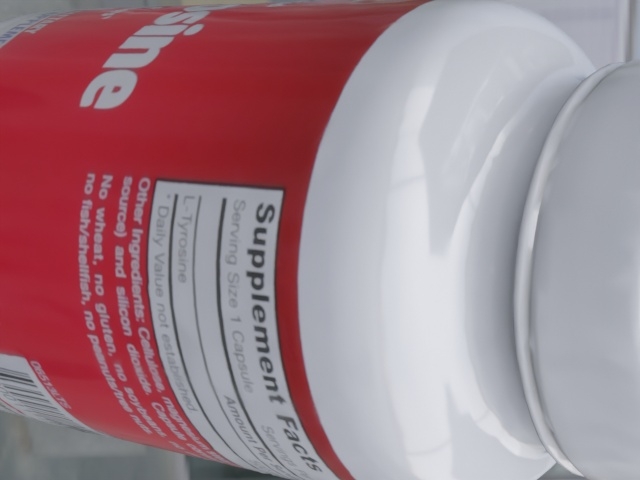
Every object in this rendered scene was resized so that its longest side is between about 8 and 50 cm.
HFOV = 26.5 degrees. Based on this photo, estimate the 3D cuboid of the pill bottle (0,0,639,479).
[{"bbox_3d":[0.000,0.000,0.652,0.229,0.407,0.229,-10,103,-53],"label":"pill bottle"}]
